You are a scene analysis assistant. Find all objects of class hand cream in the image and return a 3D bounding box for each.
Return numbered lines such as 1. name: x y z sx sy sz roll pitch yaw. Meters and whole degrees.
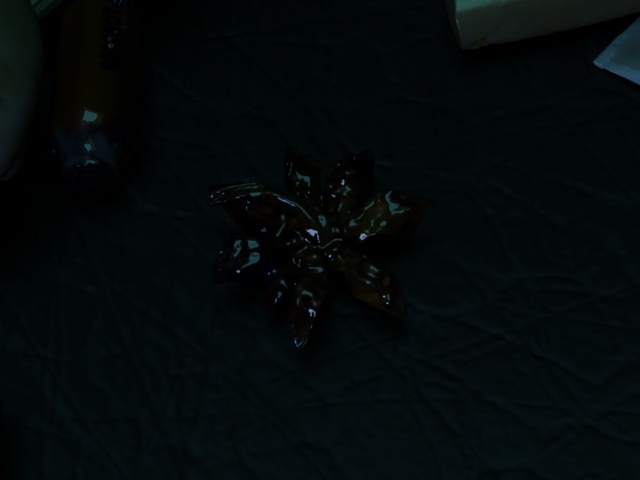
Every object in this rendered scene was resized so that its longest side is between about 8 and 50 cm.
1. hand cream: 0.301 -0.099 1.100 0.216 0.038 0.052 36 40 28

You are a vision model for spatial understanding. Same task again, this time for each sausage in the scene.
1. sausage: 0.240 -0.206 1.154 0.301 0.066 0.066 -17 58 -3

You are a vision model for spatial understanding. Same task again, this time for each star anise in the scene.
1. star anise: -0.001 0.000 1.047 0.167 0.057 0.168 2 61 -4

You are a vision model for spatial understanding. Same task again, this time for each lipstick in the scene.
1. lipstick: -0.167 -0.220 1.187 0.077 0.077 0.418 -3 59 3

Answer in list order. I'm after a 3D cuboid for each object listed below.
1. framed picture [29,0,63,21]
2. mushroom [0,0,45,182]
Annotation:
1. framed picture: -0.201 -0.297 1.193 0.217 0.017 0.274 -36 48 21
2. mushroom: -0.282 -0.096 1.073 0.226 0.178 0.226 -23 50 30
